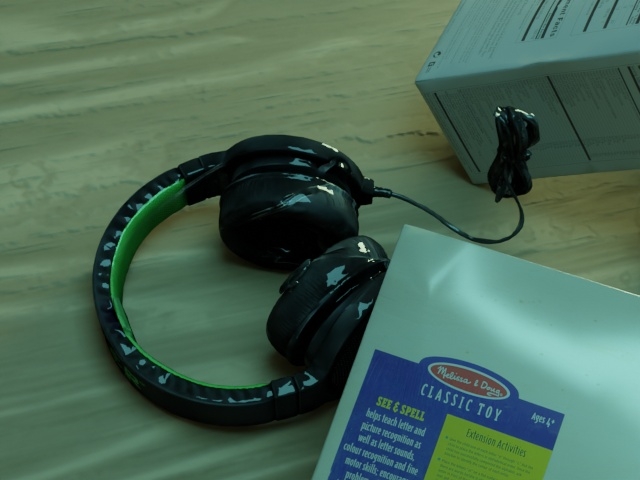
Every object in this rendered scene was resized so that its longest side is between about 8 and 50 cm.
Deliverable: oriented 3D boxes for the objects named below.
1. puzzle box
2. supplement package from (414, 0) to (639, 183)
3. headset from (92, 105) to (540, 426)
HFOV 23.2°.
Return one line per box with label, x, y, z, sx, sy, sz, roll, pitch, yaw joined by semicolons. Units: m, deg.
puzzle box;0.208;0.172;1.159;0.409;0.052;0.272;18;78;13
supplement package;0.238;-0.152;1.432;0.244;0.139;0.134;-4;43;38
headset;0.000;0.000;1.319;0.394;0.185;0.243;-19;62;-12
